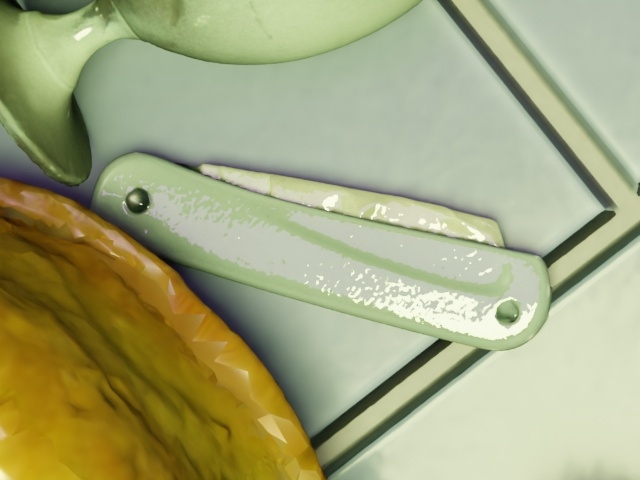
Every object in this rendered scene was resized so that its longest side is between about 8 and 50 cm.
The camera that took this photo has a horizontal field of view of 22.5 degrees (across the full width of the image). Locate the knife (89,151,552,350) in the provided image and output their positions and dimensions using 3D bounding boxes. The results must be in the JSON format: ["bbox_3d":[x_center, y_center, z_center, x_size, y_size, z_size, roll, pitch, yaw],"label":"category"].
[{"bbox_3d":[0.000,0.000,0.547,0.162,0.023,0.044,15,94,10],"label":"knife"}]

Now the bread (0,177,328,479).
[{"bbox_3d":[-0.183,0.075,0.490,0.340,0.194,0.179,-17,93,13],"label":"bread"}]

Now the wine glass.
[{"bbox_3d":[-0.015,-0.101,0.517,0.202,0.093,0.093,-29,84,10],"label":"wine glass"}]
